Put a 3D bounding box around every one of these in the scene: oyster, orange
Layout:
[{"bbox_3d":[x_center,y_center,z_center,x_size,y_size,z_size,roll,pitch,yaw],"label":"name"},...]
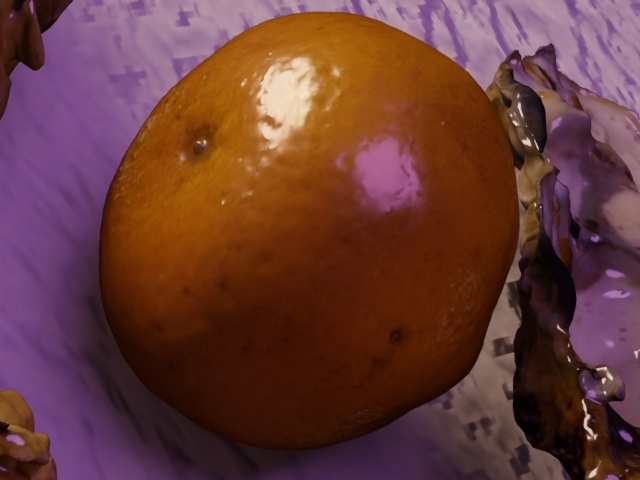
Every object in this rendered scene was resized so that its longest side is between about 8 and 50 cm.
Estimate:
[{"bbox_3d":[0.105,0.015,0.728,0.129,0.078,0.345,45,24,-16],"label":"oyster"},{"bbox_3d":[0.000,0.000,0.661,0.136,0.159,0.159,35,40,-38],"label":"orange"}]

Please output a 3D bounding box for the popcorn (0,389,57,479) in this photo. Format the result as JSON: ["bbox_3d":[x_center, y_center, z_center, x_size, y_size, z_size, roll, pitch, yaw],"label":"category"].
[{"bbox_3d":[-0.119,0.086,0.591,0.084,0.084,0.084,17,50,-21],"label":"popcorn"}]

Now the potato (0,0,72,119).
[{"bbox_3d":[-0.185,-0.144,0.664,0.191,0.141,0.296,-4,62,-31],"label":"potato"}]
